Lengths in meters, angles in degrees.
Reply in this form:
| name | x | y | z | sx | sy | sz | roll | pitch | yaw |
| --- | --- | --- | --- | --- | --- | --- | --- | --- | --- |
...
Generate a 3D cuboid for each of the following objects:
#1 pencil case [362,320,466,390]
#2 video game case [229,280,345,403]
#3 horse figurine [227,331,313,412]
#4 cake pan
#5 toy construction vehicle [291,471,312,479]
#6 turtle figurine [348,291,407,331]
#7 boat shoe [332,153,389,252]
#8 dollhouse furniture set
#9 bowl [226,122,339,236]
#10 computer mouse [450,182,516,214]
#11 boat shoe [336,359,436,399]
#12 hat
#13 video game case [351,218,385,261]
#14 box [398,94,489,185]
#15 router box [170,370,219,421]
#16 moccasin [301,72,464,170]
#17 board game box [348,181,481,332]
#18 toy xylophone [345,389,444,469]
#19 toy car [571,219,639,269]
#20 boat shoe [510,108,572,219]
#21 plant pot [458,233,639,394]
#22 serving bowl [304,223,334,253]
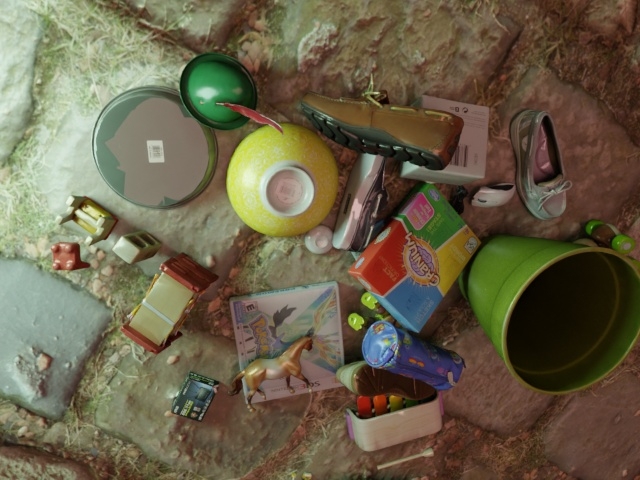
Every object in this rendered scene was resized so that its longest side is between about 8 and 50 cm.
| name | x | y | z | sx | sy | sz | roll | pitch | yaw |
| --- | --- | --- | --- | --- | --- | --- | --- | --- | --- |
| pencil case | 0.256 | 0.319 | 1.228 | 0.306 | 0.133 | 0.119 | 27 | 100 | -30 |
| video game case | -0.084 | 0.291 | 1.286 | 0.299 | 0.036 | 0.329 | -8 | 108 | -9 |
| horse figurine | -0.131 | 0.369 | 1.249 | 0.263 | 0.066 | 0.175 | -13 | 115 | -9 |
| cake pan | -0.386 | -0.209 | 1.066 | 0.292 | 0.054 | 0.294 | -3 | 107 | -10 |
| toy construction vehicle | -0.070 | 0.779 | 1.438 | 0.085 | 0.035 | 0.098 | 18 | 103 | -16 |
| turtle figurine | 0.193 | 0.212 | 1.283 | 0.217 | 0.087 | 0.269 | 27 | 113 | -38 |
| boat shoe | 0.124 | -0.110 | 1.167 | 0.102 | 0.108 | 0.302 | 13 | 102 | -21 |
| dollhouse furniture set | -0.465 | 0.075 | 1.111 | 0.374 | 0.152 | 0.201 | 36 | 98 | -1 |
| bowl | -0.082 | -0.131 | 1.094 | 0.289 | 0.156 | 0.290 | -3 | 107 | -9 |
| computer mouse | 0.452 | -0.116 | 1.242 | 0.192 | 0.042 | 0.106 | -9 | 141 | -9 |
| boat shoe | 0.204 | 0.393 | 1.336 | 0.340 | 0.110 | 0.122 | 14 | 78 | -32 |
| hat | -0.184 | -0.330 | 0.978 | 0.208 | 0.183 | 0.173 | 15 | 89 | -26 |
| video game case | 0.159 | 0.040 | 1.266 | 0.119 | 0.015 | 0.166 | -32 | 110 | 0 |
| box | 0.303 | -0.241 | 1.127 | 0.180 | 0.119 | 0.182 | 6 | 85 | -13 |
| router box | -0.351 | 0.438 | 1.278 | 0.092 | 0.038 | 0.123 | 25 | 101 | -16 |
| moccasin | 0.129 | -0.279 | 1.031 | 0.147 | 0.379 | 0.139 | -66 | 152 | -8 |
| board game box | 0.256 | 0.043 | 1.202 | 0.242 | 0.064 | 0.317 | 44 | 74 | -19 |
| toy xylophone | 0.240 | 0.574 | 1.410 | 0.322 | 0.081 | 0.237 | -5 | 108 | -9 |
| toy car | 0.778 | 0.047 | 1.322 | 0.188 | 0.155 | 0.149 | -25 | 110 | 8 |
| boat shoe | 0.603 | -0.196 | 1.232 | 0.118 | 0.103 | 0.321 | -21 | 109 | -4 |
| plant pot | 0.545 | 0.141 | 1.192 | 0.365 | 0.353 | 0.367 | -3 | 107 | -10 |
| serving bowl | 0.000 | 0.000 | 1.217 | 0.083 | 0.027 | 0.084 | -3 | 108 | -10 |
